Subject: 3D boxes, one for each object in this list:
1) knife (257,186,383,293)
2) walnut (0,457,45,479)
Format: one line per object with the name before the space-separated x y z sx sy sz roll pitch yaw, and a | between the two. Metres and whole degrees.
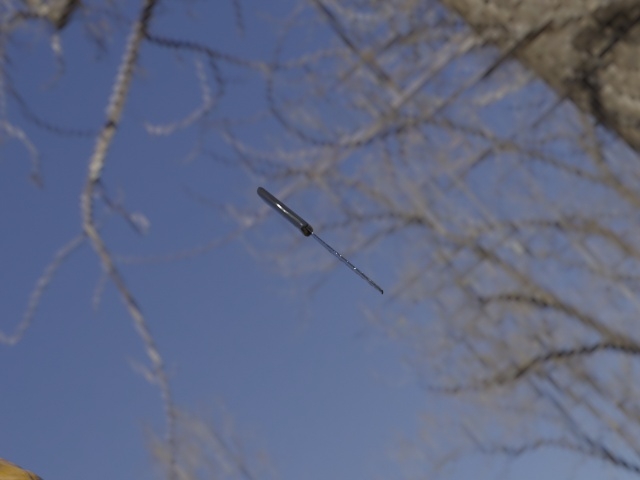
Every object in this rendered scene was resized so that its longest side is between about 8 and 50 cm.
knife | 0.000 0.000 1.558 0.010 0.170 0.023 -49 -40 -1
walnut | -0.229 0.208 1.103 0.193 0.193 0.226 -30 -24 -25
